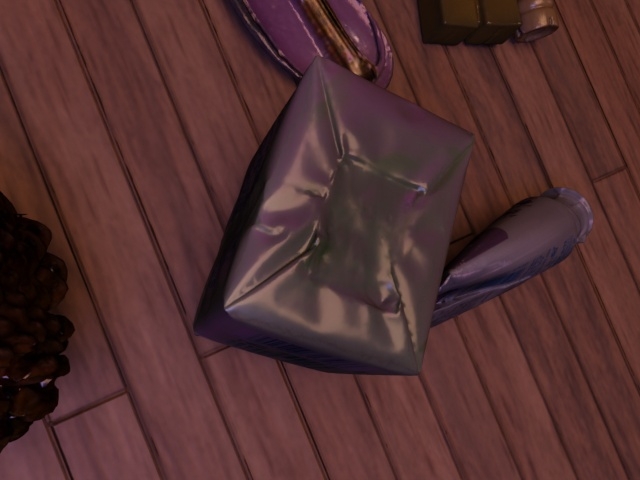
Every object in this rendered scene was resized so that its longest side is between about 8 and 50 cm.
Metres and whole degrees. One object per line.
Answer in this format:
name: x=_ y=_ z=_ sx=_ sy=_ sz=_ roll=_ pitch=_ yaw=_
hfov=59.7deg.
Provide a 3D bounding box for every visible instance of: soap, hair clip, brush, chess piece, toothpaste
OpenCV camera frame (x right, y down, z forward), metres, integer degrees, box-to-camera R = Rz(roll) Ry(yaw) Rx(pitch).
soap: x=0.000 y=0.000 z=0.430 sx=0.138 sy=0.199 sz=0.182 roll=20 pitch=73 yaw=-13
hair clip: x=-0.047 y=-0.284 z=0.545 sx=0.359 sy=0.095 sz=0.110 roll=62 pitch=32 yaw=-9
brush: x=0.154 y=-0.339 z=0.632 sx=0.103 sy=0.047 sz=0.233 roll=-5 pitch=81 yaw=-18
chess piece: x=0.239 y=-0.298 z=0.651 sx=0.066 sy=0.066 sz=0.122 roll=-9 pitch=89 yaw=-21
toothpaste: x=0.159 y=0.018 z=0.507 sx=0.299 sy=0.114 sz=0.073 roll=-23 pitch=68 yaw=-41

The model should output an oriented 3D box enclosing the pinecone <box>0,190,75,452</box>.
pinecone: x=-0.264 y=0.054 z=0.322 sx=0.221 sy=0.221 sz=0.221 roll=4 pitch=78 yaw=-19
